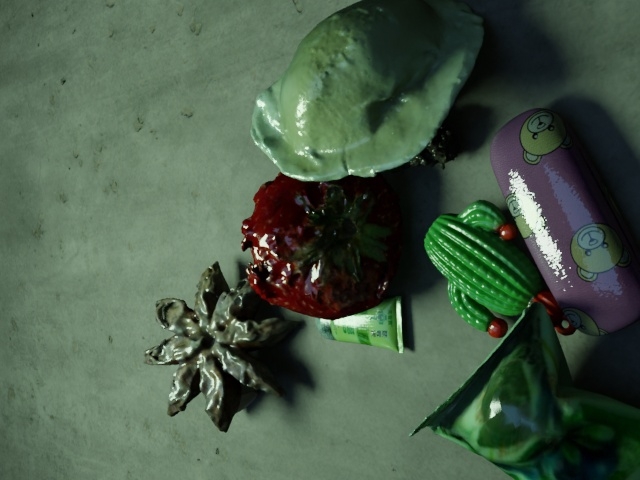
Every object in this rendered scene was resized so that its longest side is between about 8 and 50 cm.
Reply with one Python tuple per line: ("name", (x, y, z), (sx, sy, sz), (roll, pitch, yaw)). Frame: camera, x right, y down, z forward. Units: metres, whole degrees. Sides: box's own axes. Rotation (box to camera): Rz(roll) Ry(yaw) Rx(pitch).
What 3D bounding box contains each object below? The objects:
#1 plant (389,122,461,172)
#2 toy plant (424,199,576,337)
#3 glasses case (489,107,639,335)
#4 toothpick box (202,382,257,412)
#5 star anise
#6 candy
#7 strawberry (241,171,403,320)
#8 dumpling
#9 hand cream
("plant", (0.143, -0.143, 1.256), (0.174, 0.085, 0.087), (-9, 91, 52))
("toy plant", (0.247, 0.058, 1.175), (0.154, 0.088, 0.240), (-39, 75, 37))
("glasses case", (0.329, -0.027, 1.088), (0.123, 0.075, 0.316), (-35, 72, 41))
("toothpick box", (-0.203, 0.268, 1.630), (0.149, 0.098, 0.098), (55, 129, 23))
("star anise", (-0.197, 0.195, 1.534), (0.331, 0.117, 0.332), (-6, 74, 20))
("candy", (0.348, 0.289, 1.059), (0.398, 0.172, 0.263), (41, 118, 22))
("strawberry", (0.000, 0.000, 1.328), (0.220, 0.274, 0.274), (-173, 77, -81))
("dumpling", (0.054, -0.230, 1.185), (0.211, 0.270, 0.320), (33, 126, -13))
("hand cream", (0.066, 0.138, 1.387), (0.175, 0.046, 0.095), (0, 93, 42))
